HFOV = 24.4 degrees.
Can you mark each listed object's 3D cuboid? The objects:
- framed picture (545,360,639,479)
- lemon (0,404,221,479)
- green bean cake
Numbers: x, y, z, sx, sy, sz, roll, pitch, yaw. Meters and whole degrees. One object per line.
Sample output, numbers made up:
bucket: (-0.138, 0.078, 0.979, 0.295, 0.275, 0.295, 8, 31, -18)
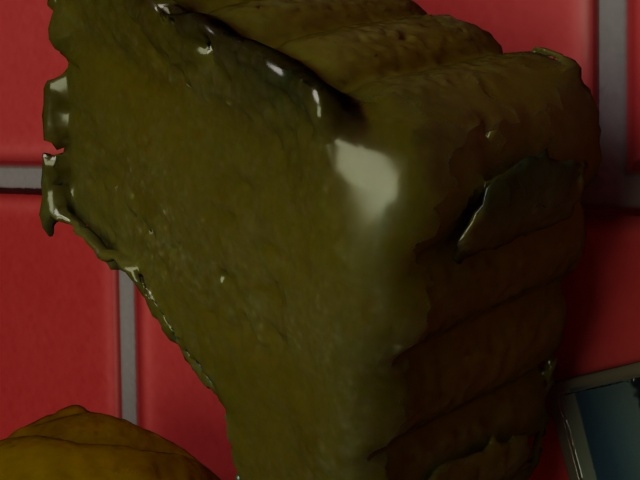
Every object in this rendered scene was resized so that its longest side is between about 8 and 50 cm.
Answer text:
framed picture: (0.173, 0.133, 0.735, 0.109, 0.011, 0.149, -22, 79, 43)
lemon: (-0.156, 0.256, 0.883, 0.297, 0.297, 0.297, 5, 97, 44)
green bean cake: (0.000, 0.000, 0.783, 0.310, 0.202, 0.285, 35, 129, 38)
